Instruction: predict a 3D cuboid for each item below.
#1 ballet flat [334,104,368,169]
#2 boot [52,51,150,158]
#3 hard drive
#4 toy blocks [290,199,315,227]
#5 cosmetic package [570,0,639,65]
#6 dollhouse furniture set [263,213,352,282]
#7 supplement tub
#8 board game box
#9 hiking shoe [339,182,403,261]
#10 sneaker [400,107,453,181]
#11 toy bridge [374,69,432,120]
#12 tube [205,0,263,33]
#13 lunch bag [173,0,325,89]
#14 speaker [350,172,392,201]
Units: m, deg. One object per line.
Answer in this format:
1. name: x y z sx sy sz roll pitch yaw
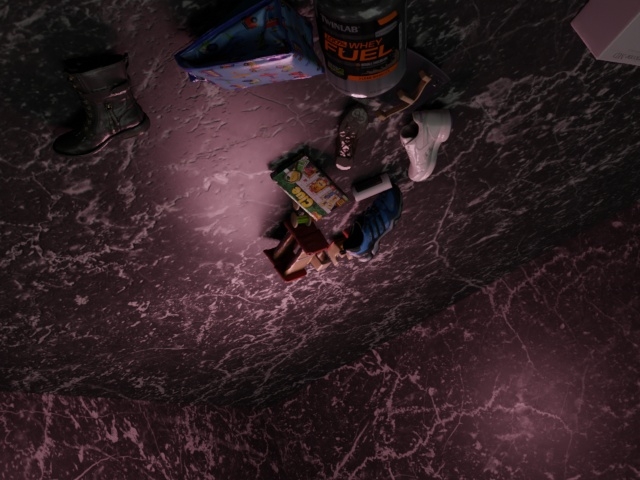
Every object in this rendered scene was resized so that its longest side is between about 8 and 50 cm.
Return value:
1. ballet flat: 0.089 -0.316 1.978 0.084 0.058 0.250 7 141 -5
2. boot: -0.538 -0.320 1.526 0.262 0.091 0.229 -23 147 -5
3. hard drive: 0.230 -0.454 1.820 0.172 0.054 0.254 -38 148 29
4. toy blocks: -0.021 -0.107 2.229 0.148 0.054 0.123 -8 125 -23
5. cosmetic package: 0.927 -0.696 1.754 0.230 0.162 0.453 -3 148 -30
6. dollhouse furniture set: 0.000 0.000 2.409 0.374 0.152 0.201 -19 157 -43
7. supplement tub: 0.093 -0.502 1.482 0.207 0.207 0.338 -20 151 -2
8. board game box: -0.032 -0.170 2.099 0.136 0.030 0.259 -32 136 17
9. hiking shoe: 0.186 -0.066 2.311 0.132 0.113 0.304 17 102 -48
10. sneaker: 0.312 -0.310 2.102 0.152 0.114 0.305 1 143 -10
11. toy bridge: 0.240 -0.401 1.832 0.188 0.026 0.063 -38 150 29
12. tube: -0.200 -0.486 1.490 0.207 0.052 0.080 -32 144 30
13. lunch bag: -0.170 -0.413 1.495 0.293 0.138 0.221 -17 177 18
14. speaker: 0.176 -0.182 2.259 0.136 0.055 0.055 -22 152 2
